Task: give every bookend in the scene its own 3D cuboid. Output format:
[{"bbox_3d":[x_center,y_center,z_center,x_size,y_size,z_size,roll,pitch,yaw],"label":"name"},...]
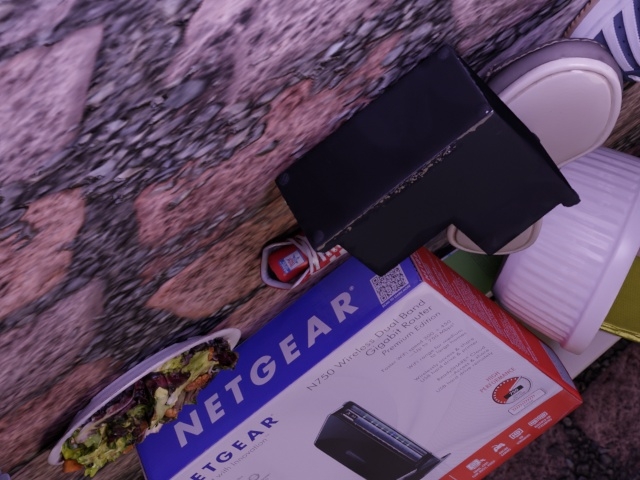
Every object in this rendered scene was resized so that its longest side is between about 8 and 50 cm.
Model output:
[{"bbox_3d":[0.079,-0.036,1.413,0.156,0.072,0.157,-38,143,12],"label":"bookend"}]

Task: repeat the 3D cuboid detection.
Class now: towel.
[{"bbox_3d":[0.290,0.040,2.151,0.237,0.102,0.021,20,154,-32],"label":"towel"}]

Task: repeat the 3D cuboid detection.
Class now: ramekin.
[{"bbox_3d":[0.250,-0.002,1.959,0.207,0.109,0.207,25,90,-87],"label":"ramekin"}]

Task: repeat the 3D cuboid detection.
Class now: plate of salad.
[{"bbox_3d":[-0.145,0.142,1.701,0.200,0.048,0.200,-34,168,-8],"label":"plate of salad"}]

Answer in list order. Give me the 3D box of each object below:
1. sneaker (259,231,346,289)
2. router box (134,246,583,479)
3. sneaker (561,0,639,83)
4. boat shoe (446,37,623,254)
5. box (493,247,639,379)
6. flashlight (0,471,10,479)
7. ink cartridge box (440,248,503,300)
[{"bbox_3d":[0.000,0.000,1.558,0.118,0.042,0.067,-41,171,35],"label":"sneaker"},{"bbox_3d":[0.038,0.172,1.918,0.335,0.082,0.301,-39,137,15],"label":"router box"},{"bbox_3d":[0.286,-0.147,1.510,0.099,0.153,0.282,-30,168,-25],"label":"sneaker"},{"bbox_3d":[0.156,-0.093,1.571,0.112,0.095,0.335,3,156,-7],"label":"boat shoe"},{"bbox_3d":[0.243,0.108,2.214,0.311,0.121,0.148,-33,171,-41],"label":"box"},{"bbox_3d":[-0.324,0.257,1.508,0.103,0.103,0.304,-23,165,-38],"label":"flashlight"},{"bbox_3d":[0.177,0.033,2.164,0.209,0.062,0.109,-33,169,-40],"label":"ink cartridge box"}]
